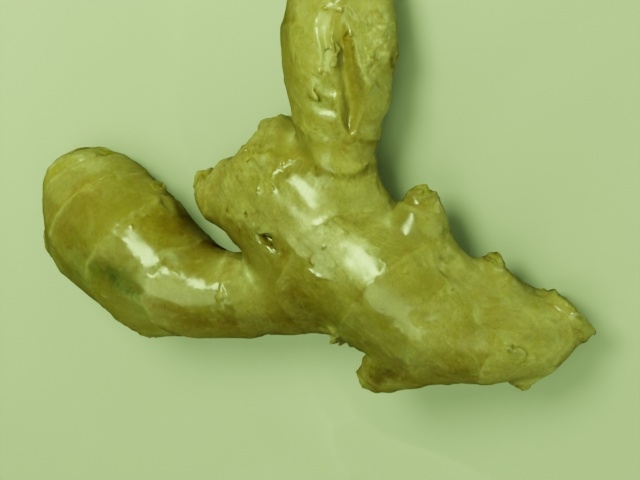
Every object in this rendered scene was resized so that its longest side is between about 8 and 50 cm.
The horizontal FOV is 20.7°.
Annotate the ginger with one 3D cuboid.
[{"bbox_3d":[-0.016,0.011,1.285,0.363,0.122,0.348,-35,87,21],"label":"ginger"}]
